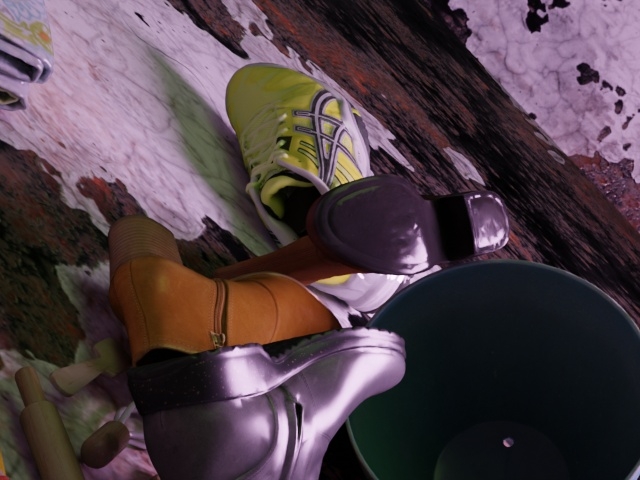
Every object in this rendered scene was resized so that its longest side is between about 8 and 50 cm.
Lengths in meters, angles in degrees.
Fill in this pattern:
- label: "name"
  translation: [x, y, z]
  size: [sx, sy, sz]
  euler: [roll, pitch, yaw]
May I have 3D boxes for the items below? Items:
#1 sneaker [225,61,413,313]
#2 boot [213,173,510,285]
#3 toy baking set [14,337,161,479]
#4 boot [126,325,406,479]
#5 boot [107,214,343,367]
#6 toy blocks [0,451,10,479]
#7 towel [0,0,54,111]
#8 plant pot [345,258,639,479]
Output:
- label: "sneaker"
  translation: [-0.021, -0.087, 2.100]
  size: [0.147, 0.145, 0.385]
  euler: [24, 25, -46]
- label: "boot"
  translation: [0.000, 0.000, 1.768]
  size: [0.264, 0.280, 0.096]
  euler: [-13, 90, -50]
- label: "toy baking set"
  translation: [-0.160, 0.170, 1.422]
  size: [0.196, 0.030, 0.256]
  euler: [26, 28, -53]
- label: "boot"
  translation: [-0.027, 0.191, 1.443]
  size: [0.338, 0.118, 0.223]
  euler: [-6, 82, -55]
- label: "boot"
  translation: [-0.072, 0.109, 1.628]
  size: [0.295, 0.104, 0.211]
  euler: [31, 25, -35]
- label: "toy blocks"
  translation: [-0.273, 0.137, 1.071]
  size: [0.381, 0.191, 0.261]
  euler: [48, 7, 15]
- label: "towel"
  translation: [-0.420, -0.324, 1.795]
  size: [0.320, 0.090, 0.374]
  euler: [31, 32, -43]
- label: "plant pot"
  translation: [0.173, 0.192, 1.747]
  size: [0.290, 0.290, 0.195]
  euler: [55, -15, 32]
